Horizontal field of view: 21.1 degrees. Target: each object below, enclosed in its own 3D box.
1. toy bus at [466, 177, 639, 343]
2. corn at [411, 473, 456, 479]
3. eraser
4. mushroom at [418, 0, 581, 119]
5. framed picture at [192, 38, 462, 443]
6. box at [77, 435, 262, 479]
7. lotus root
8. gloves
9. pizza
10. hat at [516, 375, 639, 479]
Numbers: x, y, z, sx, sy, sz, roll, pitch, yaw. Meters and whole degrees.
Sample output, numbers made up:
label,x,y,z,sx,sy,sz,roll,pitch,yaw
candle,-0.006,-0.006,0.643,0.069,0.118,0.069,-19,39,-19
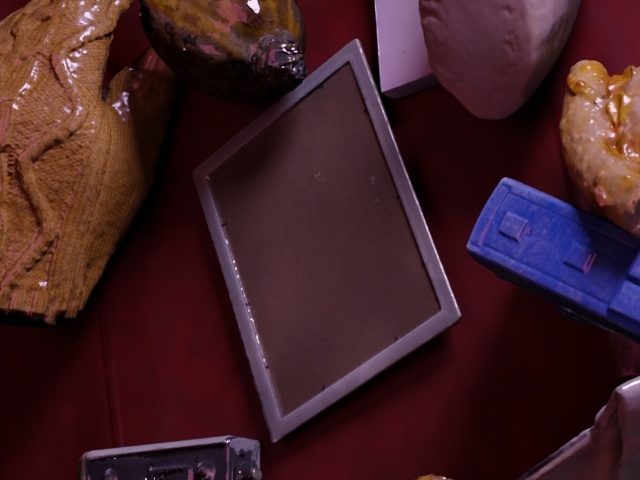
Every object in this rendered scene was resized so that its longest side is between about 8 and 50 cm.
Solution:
label,x,y,z,sx,sy,sz,roll,pitch,yaw
toy bus,0.209,0.033,1.174,0.236,0.094,0.079,27,97,42
corn,0.056,0.326,1.214,0.119,0.119,0.322,10,84,42
eraser,0.090,-0.199,1.386,0.104,0.023,0.150,-17,68,37
mushroom,0.155,-0.264,1.286,0.128,0.128,0.350,14,83,42
framed picture,0.000,0.000,1.410,0.217,0.017,0.274,-35,58,32
box,-0.130,0.302,1.428,0.211,0.045,0.270,-9,73,40
lotus root,-0.077,-0.181,1.468,0.209,0.120,0.120,37,103,40
gloves,-0.244,-0.096,1.546,0.203,0.155,0.356,9,78,15
pizza,0.237,-0.080,1.166,0.161,0.062,0.182,-17,36,23
hat,0.251,0.209,1.084,0.258,0.168,0.301,61,144,11
